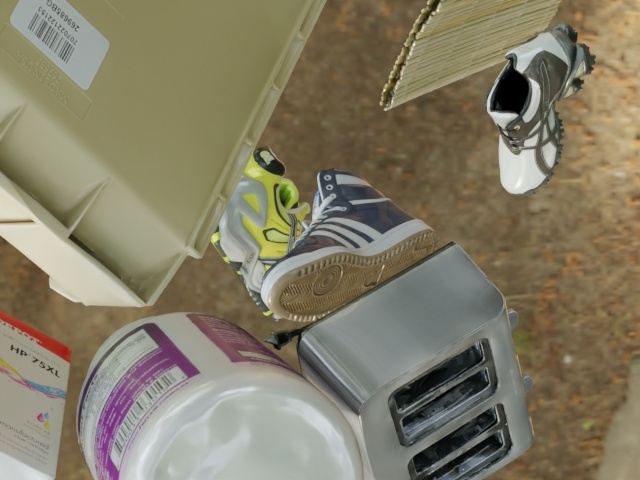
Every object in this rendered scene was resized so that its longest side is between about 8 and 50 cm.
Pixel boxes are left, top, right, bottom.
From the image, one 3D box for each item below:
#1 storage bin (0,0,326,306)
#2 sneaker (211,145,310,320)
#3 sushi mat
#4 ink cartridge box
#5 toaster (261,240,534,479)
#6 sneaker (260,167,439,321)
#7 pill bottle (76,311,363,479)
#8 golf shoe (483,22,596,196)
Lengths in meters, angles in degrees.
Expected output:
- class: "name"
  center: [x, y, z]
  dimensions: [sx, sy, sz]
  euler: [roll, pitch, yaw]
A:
- class: "storage bin"
  center: [-0.141, -0.139, 0.774]
  dimensions: [0.123, 0.262, 0.260]
  euler: [-1, 55, 43]
- class: "sneaker"
  center: [-0.072, -0.002, 2.201]
  dimensions: [0.147, 0.385, 0.145]
  euler: [-36, 66, -3]
- class: "sushi mat"
  center: [0.184, -0.238, 1.669]
  dimensions: [0.019, 0.316, 0.151]
  euler: [41, 128, 19]
- class: "ink cartridge box"
  center: [-0.280, 0.119, 1.227]
  dimensions: [0.078, 0.134, 0.231]
  euler: [-51, 21, 20]
- class: "toaster"
  center: [0.074, 0.117, 1.222]
  dimensions: [0.110, 0.185, 0.168]
  euler: [44, 158, 47]
- class: "sneaker"
  center: [0.000, 0.000, 1.836]
  dimensions: [0.153, 0.282, 0.099]
  euler: [42, 128, 27]
- class: "pill bottle"
  center: [-0.091, 0.147, 1.149]
  dimensions: [0.301, 0.169, 0.169]
  euler: [-153, 66, -70]
- class: "golf shoe"
  center: [0.189, -0.120, 1.465]
  dimensions: [0.077, 0.093, 0.198]
  euler: [52, 145, 37]
